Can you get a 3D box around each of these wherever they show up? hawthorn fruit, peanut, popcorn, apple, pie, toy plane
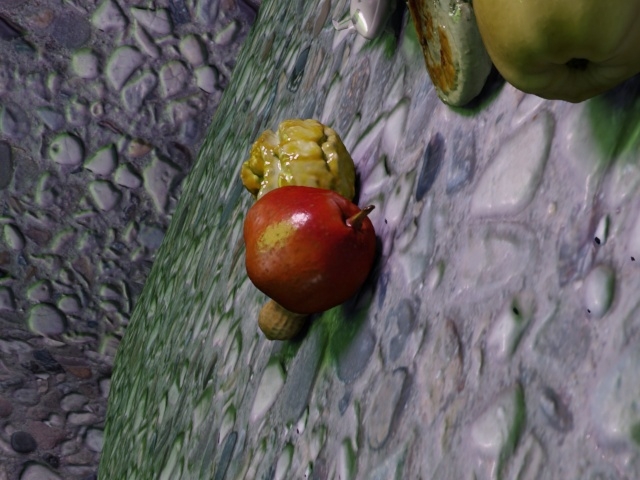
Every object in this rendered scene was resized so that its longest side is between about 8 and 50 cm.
[{"bbox_3d":[0.000,0.000,1.313,0.225,0.196,0.196,-30,41,43],"label":"hawthorn fruit"},{"bbox_3d":[-0.051,0.107,1.512,0.193,0.089,0.089,-53,24,44],"label":"peanut"},{"bbox_3d":[-0.032,-0.096,1.517,0.204,0.184,0.221,110,156,-53],"label":"popcorn"},{"bbox_3d":[0.229,-0.230,0.834,0.200,0.200,0.200,-161,90,-73],"label":"apple"},{"bbox_3d":[0.160,-0.282,1.188,0.240,0.054,0.240,163,90,-88],"label":"pie"},{"bbox_3d":[0.099,-0.438,1.616,0.251,0.101,0.255,127,152,-44],"label":"toy plane"}]
